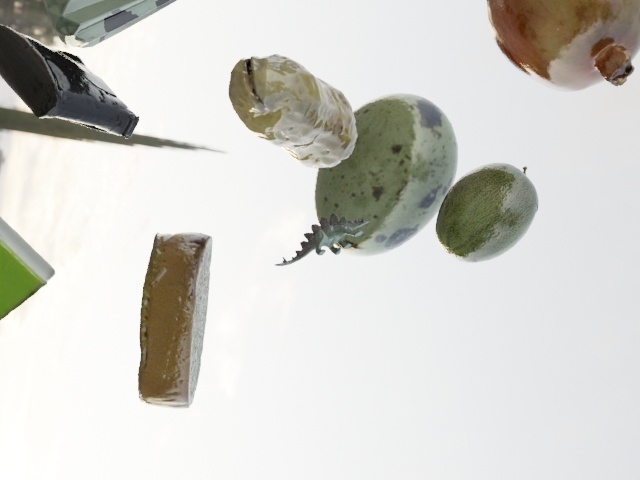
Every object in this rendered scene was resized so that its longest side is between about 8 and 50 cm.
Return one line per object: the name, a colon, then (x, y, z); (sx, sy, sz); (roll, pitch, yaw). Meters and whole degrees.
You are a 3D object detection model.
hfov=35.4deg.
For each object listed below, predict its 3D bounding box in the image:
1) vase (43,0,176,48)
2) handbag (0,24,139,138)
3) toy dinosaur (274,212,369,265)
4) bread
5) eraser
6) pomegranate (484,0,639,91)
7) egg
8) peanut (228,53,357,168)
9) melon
vase: (-0.357, -0.503, 1.971); (0.165, 0.360, 0.165); (159, -90, -86)
handbag: (-0.466, -0.292, 1.825); (0.247, 0.223, 0.080); (45, -69, 30)
toy dinosaur: (0.000, 0.002, 1.986); (0.082, 0.208, 0.039); (55, -11, 37)
bread: (-0.188, 0.100, 1.309); (0.236, 0.069, 0.236); (-175, -90, -89)
eraser: (-0.560, 0.023, 1.468); (0.210, 0.274, 0.092); (-38, -162, 5)
pomegranate: (0.369, -0.330, 1.466); (0.252, 0.229, 0.271); (57, 8, -52)
egg: (0.139, -0.138, 2.182); (0.380, 0.287, 0.287); (-67, -152, 9)
peanut: (-0.034, -0.186, 1.434); (0.130, 0.290, 0.130); (-4, -101, 22)
melon: (0.265, -0.048, 1.578); (0.192, 0.139, 0.139); (-44, -158, -13)
